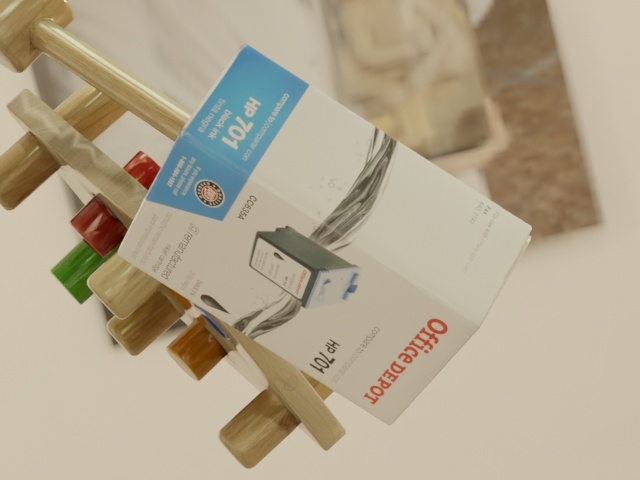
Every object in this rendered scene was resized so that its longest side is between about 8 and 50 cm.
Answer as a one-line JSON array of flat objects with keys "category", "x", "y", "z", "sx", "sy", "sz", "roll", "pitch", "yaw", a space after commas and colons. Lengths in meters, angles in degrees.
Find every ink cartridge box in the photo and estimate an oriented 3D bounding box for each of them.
[{"category": "ink cartridge box", "x": 0.000, "y": 0.000, "z": 1.087, "sx": 0.082, "sy": 0.191, "sz": 0.139, "roll": -57, "pitch": 1, "yaw": -36}]

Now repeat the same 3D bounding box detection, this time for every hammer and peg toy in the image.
[{"category": "hammer and peg toy", "x": -0.128, "y": -0.009, "z": 1.370, "sx": 0.127, "sy": 0.361, "sz": 0.266, "roll": -43, "pitch": 41, "yaw": -9}]
